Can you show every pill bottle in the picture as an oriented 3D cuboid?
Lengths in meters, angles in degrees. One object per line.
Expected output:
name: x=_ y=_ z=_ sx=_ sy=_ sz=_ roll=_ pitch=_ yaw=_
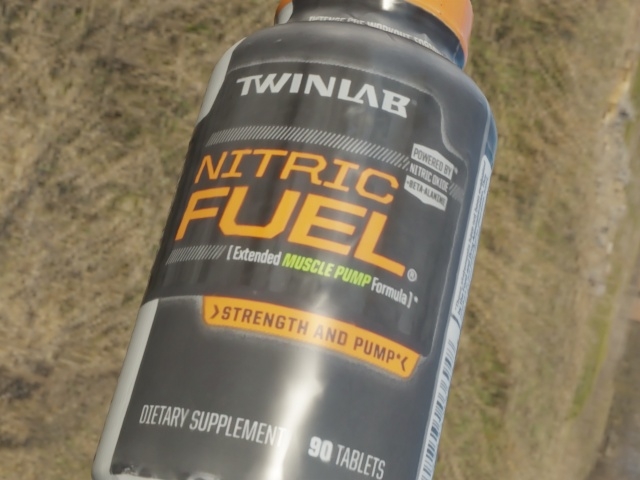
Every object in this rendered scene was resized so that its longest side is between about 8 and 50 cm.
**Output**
pill bottle: x=0.000 y=0.000 z=0.474 sx=0.130 sy=0.130 sz=0.246 roll=66 pitch=35 yaw=-65
